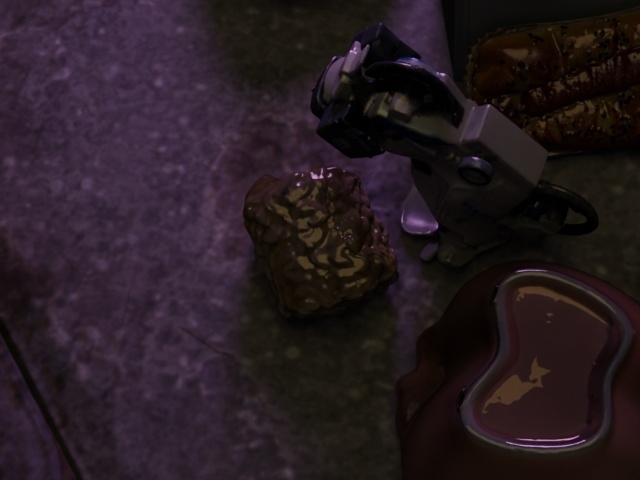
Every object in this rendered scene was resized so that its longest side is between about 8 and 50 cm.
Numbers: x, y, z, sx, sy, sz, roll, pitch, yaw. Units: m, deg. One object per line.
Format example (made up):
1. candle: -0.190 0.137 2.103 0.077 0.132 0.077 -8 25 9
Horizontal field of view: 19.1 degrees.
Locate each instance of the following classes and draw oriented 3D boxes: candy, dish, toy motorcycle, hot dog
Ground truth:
1. candy: 0.000 0.000 1.340 0.095 0.085 0.110 -18 73 3
2. dish: 0.146 0.099 1.266 0.213 0.090 0.213 -1 62 2
3. toy motorcycle: 0.080 -0.058 1.311 0.150 0.221 0.102 -8 52 52
4. hot dog: 0.200 -0.113 1.380 0.191 0.059 0.108 -8 104 4

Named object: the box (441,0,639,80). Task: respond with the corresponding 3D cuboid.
1. box: 0.198 -0.237 1.366 0.225 0.225 0.117 -7 61 0
